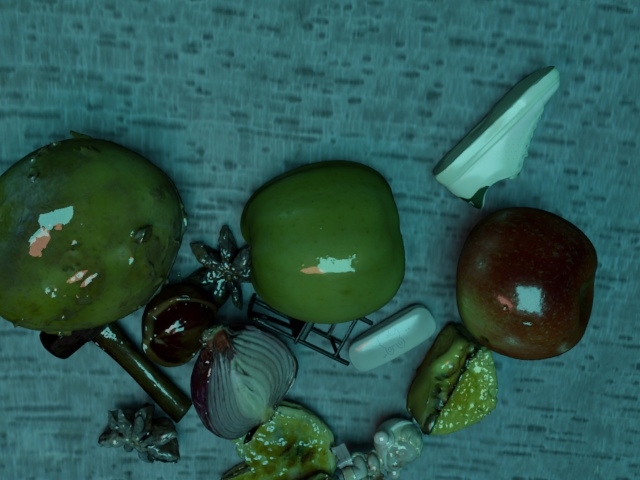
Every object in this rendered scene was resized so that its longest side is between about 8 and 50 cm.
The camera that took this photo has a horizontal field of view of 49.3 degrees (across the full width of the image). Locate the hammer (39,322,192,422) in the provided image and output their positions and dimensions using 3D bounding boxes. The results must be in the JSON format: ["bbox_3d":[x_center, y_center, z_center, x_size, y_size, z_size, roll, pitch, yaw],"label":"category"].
[{"bbox_3d":[-0.455,0.289,1.690,0.242,0.095,0.409,-37,106,5],"label":"hammer"}]

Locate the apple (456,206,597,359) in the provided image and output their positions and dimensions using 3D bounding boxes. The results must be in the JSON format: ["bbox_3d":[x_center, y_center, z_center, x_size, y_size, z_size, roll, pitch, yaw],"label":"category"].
[{"bbox_3d":[0.469,0.098,1.587,0.277,0.348,0.348,13,106,30],"label":"apple"}]

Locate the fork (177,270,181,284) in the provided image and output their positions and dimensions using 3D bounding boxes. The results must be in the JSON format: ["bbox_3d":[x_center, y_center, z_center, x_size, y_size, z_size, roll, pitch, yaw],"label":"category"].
[{"bbox_3d":[-0.343,0.130,1.697,0.016,0.012,0.115,-1,100,-8],"label":"fork"}]

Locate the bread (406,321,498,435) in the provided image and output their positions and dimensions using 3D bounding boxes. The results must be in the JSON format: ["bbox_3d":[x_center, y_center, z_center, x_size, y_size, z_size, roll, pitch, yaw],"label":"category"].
[{"bbox_3d":[0.327,0.348,1.717,0.162,0.204,0.262,31,97,-23],"label":"bread"}]

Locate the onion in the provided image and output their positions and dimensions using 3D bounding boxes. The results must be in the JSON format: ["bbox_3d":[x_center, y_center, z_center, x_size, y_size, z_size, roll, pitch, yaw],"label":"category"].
[{"bbox_3d":[-0.215,0.283,1.630,0.267,0.159,0.349,-41,130,-26],"label":"onion"}]

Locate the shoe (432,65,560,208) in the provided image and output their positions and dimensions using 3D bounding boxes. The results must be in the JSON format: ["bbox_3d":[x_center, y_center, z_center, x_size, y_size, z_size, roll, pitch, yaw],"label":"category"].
[{"bbox_3d":[0.440,-0.227,1.609,0.160,0.132,0.363,43,102,-13],"label":"shoe"}]

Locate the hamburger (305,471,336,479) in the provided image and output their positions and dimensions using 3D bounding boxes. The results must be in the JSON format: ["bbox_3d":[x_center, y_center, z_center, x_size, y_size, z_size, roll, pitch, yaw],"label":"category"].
[{"bbox_3d":[-0.033,0.694,1.751,0.206,0.130,0.183,-20,89,-17],"label":"hamburger"}]

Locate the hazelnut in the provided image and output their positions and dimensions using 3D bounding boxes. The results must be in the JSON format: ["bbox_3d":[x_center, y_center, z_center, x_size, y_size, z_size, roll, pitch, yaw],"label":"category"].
[{"bbox_3d":[-0.326,0.196,1.613,0.170,0.160,0.202,4,100,-18],"label":"hazelnut"}]

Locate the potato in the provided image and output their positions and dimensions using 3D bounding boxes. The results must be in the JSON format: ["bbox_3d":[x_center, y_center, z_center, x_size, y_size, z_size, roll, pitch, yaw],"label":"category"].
[{"bbox_3d":[-0.523,-0.005,1.442,0.385,0.319,0.442,35,94,7],"label":"potato"}]

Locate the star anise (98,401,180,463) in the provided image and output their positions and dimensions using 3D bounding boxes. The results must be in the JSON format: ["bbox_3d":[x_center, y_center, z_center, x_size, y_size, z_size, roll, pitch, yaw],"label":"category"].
[{"bbox_3d":[-0.443,0.478,1.717,0.236,0.093,0.229,-1,128,18],"label":"star anise"}]

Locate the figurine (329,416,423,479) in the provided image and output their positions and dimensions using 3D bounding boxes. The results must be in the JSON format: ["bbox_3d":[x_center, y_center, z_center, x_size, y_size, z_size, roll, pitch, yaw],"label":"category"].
[{"bbox_3d":[0.160,0.543,1.778,0.256,0.144,0.182,-24,103,-14],"label":"figurine"}]

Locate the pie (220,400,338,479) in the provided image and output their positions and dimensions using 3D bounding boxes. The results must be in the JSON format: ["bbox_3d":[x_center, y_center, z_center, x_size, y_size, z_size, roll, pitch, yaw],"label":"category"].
[{"bbox_3d":[-0.105,0.553,1.790,0.337,0.075,0.337,-2,108,-5],"label":"pie"}]

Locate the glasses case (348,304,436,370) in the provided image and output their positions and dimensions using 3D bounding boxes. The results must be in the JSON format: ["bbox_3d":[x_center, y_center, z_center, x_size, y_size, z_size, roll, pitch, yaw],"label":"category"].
[{"bbox_3d":[0.178,0.244,1.742,0.233,0.059,0.092,-29,106,4],"label":"glasses case"}]

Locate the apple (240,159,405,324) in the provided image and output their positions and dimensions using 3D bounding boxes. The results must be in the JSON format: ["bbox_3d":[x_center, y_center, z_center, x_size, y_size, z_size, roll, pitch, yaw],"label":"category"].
[{"bbox_3d":[0.000,0.000,1.565,0.360,0.320,0.312,-8,120,0],"label":"apple"}]

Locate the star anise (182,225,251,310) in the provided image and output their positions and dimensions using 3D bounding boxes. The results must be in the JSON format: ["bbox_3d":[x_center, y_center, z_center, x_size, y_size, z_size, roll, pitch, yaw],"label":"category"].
[{"bbox_3d":[-0.229,0.063,1.654,0.197,0.073,0.212,39,103,-5],"label":"star anise"}]

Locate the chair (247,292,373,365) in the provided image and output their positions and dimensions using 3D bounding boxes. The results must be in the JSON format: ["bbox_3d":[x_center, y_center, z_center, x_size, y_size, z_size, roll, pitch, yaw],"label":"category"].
[{"bbox_3d":[-0.028,0.171,1.664,0.260,0.154,0.141,27,100,-13],"label":"chair"}]
